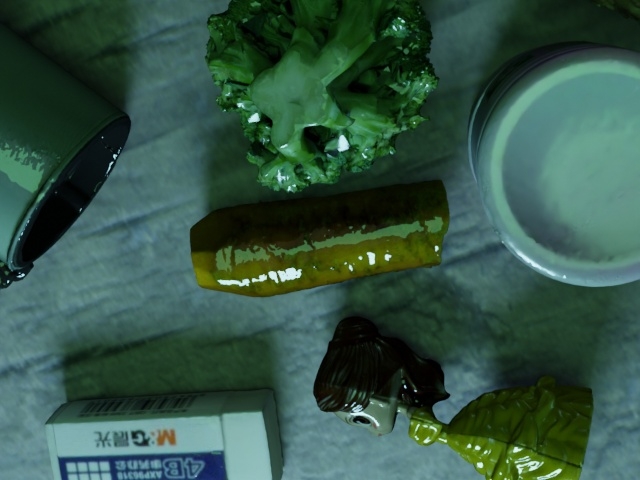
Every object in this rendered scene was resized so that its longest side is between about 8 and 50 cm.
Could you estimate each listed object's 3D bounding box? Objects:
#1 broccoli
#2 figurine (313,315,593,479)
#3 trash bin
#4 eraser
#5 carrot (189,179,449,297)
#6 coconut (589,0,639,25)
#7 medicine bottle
[{"bbox_3d":[-0.005,-0.183,1.046,0.265,0.245,0.295,18,107,3],"label":"broccoli"},{"bbox_3d":[0.142,0.208,1.166,0.315,0.187,0.168,15,108,12],"label":"figurine"},{"bbox_3d":[-0.380,-0.129,1.118,0.262,0.217,0.277,35,96,-1],"label":"trash bin"},{"bbox_3d":[-0.193,0.261,1.250,0.278,0.081,0.124,-5,102,8],"label":"eraser"},{"bbox_3d":[0.000,0.000,1.157,0.301,0.114,0.114,-8,101,6],"label":"carrot"},{"bbox_3d":[0.358,-0.360,0.897,0.404,0.404,0.405,1,102,7],"label":"coconut"},{"bbox_3d":[0.254,-0.091,0.995,0.212,0.325,0.212,1,101,7],"label":"medicine bottle"}]
